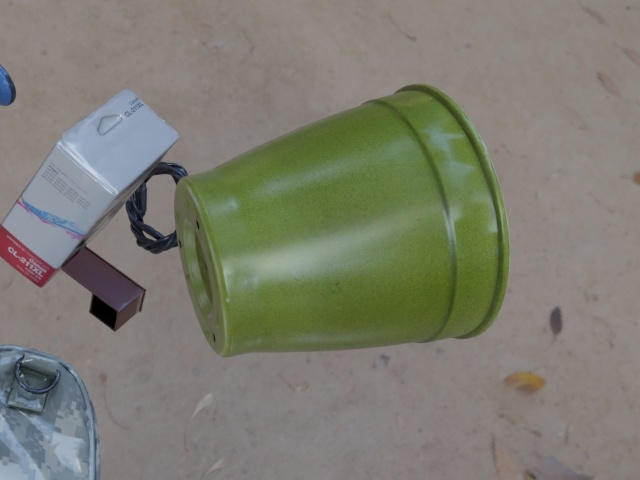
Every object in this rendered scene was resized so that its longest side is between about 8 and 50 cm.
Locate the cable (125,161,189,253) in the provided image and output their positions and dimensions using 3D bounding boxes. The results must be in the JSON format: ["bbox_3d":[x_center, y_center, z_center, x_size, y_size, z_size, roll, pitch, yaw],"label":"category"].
[{"bbox_3d":[-0.313,-0.068,1.519,0.047,0.150,0.185,12,58,-68],"label":"cable"}]

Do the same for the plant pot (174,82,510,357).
[{"bbox_3d":[0.000,0.000,1.043,0.352,0.366,0.367,-14,64,-19],"label":"plant pot"}]

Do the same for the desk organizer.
[{"bbox_3d":[-0.291,0.054,0.988,0.130,0.047,0.050,34,43,10],"label":"desk organizer"}]

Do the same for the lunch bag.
[{"bbox_3d":[-0.329,0.249,0.706,0.212,0.305,0.256,27,53,-23],"label":"lunch bag"}]

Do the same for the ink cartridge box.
[{"bbox_3d":[-0.235,-0.051,0.769,0.072,0.175,0.127,43,38,-9],"label":"ink cartridge box"}]

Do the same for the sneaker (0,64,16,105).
[{"bbox_3d":[-0.577,-0.280,1.209,0.209,0.069,0.082,43,33,-6],"label":"sneaker"}]
